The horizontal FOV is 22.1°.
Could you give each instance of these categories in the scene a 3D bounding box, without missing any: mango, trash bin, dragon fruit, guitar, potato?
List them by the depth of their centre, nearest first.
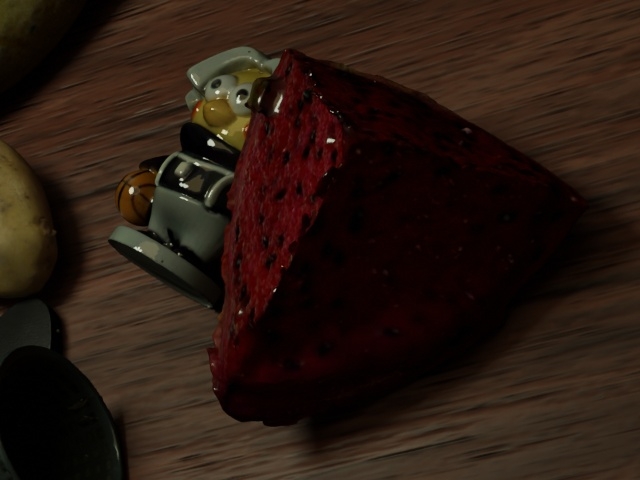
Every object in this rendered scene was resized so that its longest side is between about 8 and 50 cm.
[{"bbox_3d":[0.000,0.000,1.387,0.302,0.240,0.330,37,91,31],"label":"dragon fruit"},{"bbox_3d":[-0.288,0.204,1.472,0.161,0.175,0.175,-29,51,25],"label":"trash bin"},{"bbox_3d":[-0.362,0.127,1.632,0.233,0.025,0.088,-19,56,15],"label":"guitar"},{"bbox_3d":[-0.354,-0.032,1.674,0.234,0.128,0.161,15,84,28],"label":"potato"},{"bbox_3d":[-0.364,-0.268,1.786,0.329,0.176,0.175,-40,68,-7],"label":"mango"}]

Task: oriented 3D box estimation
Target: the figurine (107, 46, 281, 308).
[{"bbox_3d":[-0.097,-0.069,1.557,0.176,0.133,0.236,26,78,35],"label":"figurine"}]
